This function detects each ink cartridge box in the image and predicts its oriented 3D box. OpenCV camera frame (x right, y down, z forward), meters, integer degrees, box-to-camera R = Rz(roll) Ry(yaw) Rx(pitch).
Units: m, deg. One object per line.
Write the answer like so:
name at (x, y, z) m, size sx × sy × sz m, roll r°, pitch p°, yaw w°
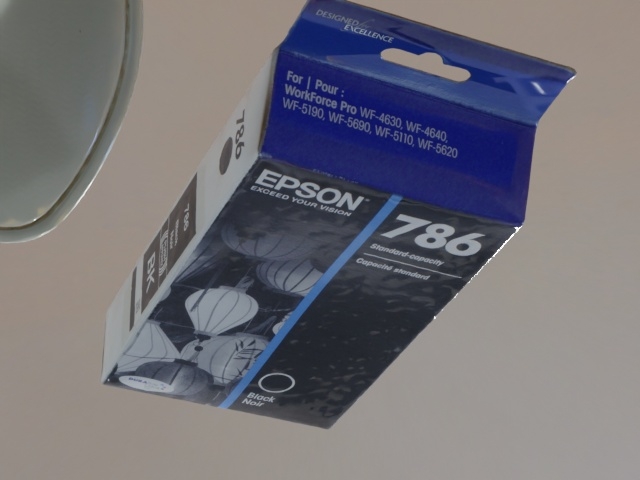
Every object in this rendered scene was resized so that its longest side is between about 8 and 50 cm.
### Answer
ink cartridge box at (0.000, 0.000, 1.004) m, size 0.165 × 0.332 × 0.065 m, roll 14°, pitch -129°, yaw -19°

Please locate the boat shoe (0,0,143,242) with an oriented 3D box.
boat shoe at (-0.131, -0.128, 0.746) m, size 0.095 × 0.079 × 0.254 m, roll -2°, pitch -76°, yaw -21°
